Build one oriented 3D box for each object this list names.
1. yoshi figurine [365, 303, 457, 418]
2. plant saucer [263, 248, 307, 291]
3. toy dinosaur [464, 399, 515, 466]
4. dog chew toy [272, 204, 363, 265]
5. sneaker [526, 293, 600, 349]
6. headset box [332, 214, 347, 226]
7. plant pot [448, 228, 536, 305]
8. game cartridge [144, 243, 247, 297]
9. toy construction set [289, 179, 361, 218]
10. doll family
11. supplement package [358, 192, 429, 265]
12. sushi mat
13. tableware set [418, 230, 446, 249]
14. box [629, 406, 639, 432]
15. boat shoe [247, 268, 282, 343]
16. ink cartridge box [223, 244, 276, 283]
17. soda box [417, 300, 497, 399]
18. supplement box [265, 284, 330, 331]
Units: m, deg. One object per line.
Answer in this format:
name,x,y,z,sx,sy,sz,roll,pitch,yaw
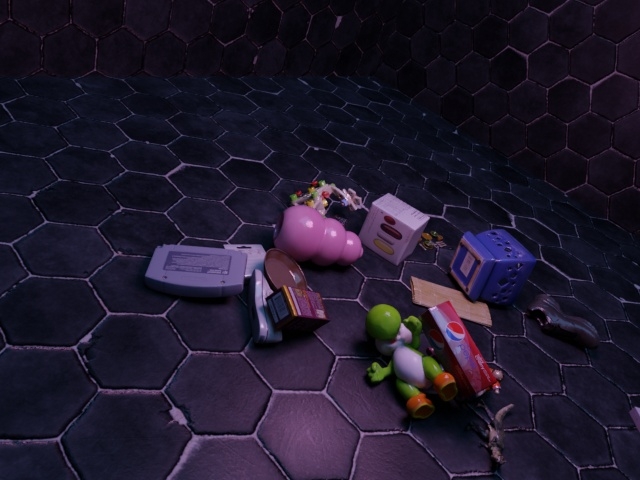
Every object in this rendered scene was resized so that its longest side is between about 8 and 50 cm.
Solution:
yoshi figurine,0.234,0.327,1.504,0.204,0.203,0.362,-7,39,-25
plant saucer,-0.123,0.119,1.680,0.199,0.036,0.198,39,30,-27
toy dinosaur,0.491,0.536,1.463,0.118,0.064,0.268,35,34,9
dog chew toy,0.000,0.000,1.840,0.332,0.206,0.206,19,33,-18
sneaker,0.925,0.332,1.955,0.130,0.109,0.286,-25,47,-35
headset box,0.069,-0.067,2.103,0.062,0.032,0.083,24,35,6
plant pot,0.653,0.101,1.989,0.212,0.236,0.236,3,32,-20
game cartridge,-0.383,0.095,1.584,0.294,0.060,0.196,5,32,-5
toy construction set,0.007,-0.165,2.071,0.328,0.151,0.215,-17,14,-41
doll family,0.459,0.403,1.594,0.163,0.118,0.263,-22,45,-23
supplement package,0.291,-0.045,2.045,0.203,0.194,0.149,34,37,19
sushi mat,0.493,0.231,1.921,0.317,0.019,0.151,18,33,-5
tableware set,0.485,-0.006,2.245,0.154,0.024,0.104,-10,44,-36
box,1.143,0.639,1.677,0.186,0.038,0.145,14,35,-8
boat shoe,-0.166,0.199,1.554,0.088,0.096,0.267,10,36,-23
ink cartridge box,-0.247,0.080,1.731,0.145,0.045,0.179,0,33,-27
soda box,0.388,0.314,1.462,0.083,0.092,0.263,-18,69,-26
supplement box,-0.065,0.208,1.522,0.188,0.081,0.104,20,41,-53
